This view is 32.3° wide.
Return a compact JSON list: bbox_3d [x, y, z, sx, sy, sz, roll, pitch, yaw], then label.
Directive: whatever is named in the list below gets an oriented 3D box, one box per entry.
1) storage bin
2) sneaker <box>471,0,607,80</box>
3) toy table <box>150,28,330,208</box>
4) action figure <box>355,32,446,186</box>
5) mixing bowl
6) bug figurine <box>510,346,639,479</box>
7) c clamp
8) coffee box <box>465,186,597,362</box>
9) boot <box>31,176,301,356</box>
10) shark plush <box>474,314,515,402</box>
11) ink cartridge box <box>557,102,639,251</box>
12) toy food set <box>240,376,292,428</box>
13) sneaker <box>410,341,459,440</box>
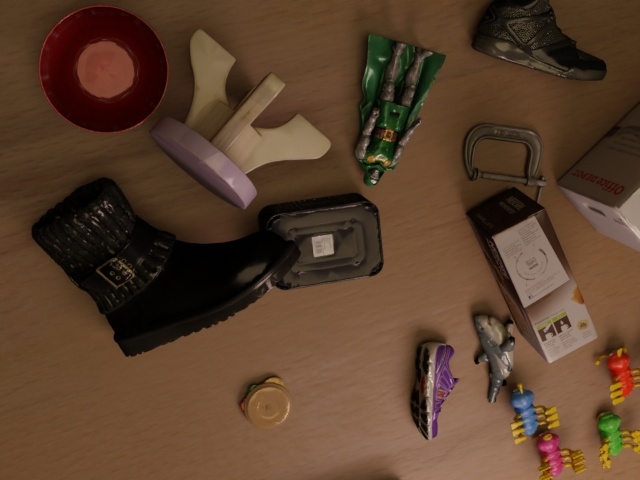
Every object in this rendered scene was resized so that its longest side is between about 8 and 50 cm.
[{"bbox_3d":[0.000,0.000,1.743,0.180,0.084,0.122,-9,104,-11],"label":"storage bin"},{"bbox_3d":[0.364,-0.330,1.749,0.227,0.087,0.130,16,105,-10],"label":"sneaker"},{"bbox_3d":[-0.129,-0.162,1.585,0.252,0.274,0.161,42,84,-21],"label":"toy table"},{"bbox_3d":[0.110,-0.195,1.740,0.137,0.063,0.232,12,103,-18],"label":"action figure"},{"bbox_3d":[-0.312,-0.248,1.606,0.181,0.098,0.181,-1,99,-8],"label":"mixing bowl"},{"bbox_3d":[0.447,0.307,1.918,0.279,0.072,0.216,-18,112,-13],"label":"bug figurine"},{"bbox_3d":[0.305,-0.121,1.817,0.161,0.022,0.137,12,100,-15],"label":"c clamp"},{"bbox_3d":[0.342,0.054,1.794,0.098,0.141,0.246,-28,111,-2],"label":"coffee box"},{"bbox_3d":[-0.231,0.007,1.626,0.348,0.131,0.260,-25,108,16],"label":"boot"},{"bbox_3d":[0.295,0.198,1.886,0.067,0.073,0.161,0,124,7],"label":"shark plush"},{"bbox_3d":[0.564,-0.135,1.766,0.307,0.223,0.129,-44,108,0],"label":"ink cartridge box"},{"bbox_3d":[-0.088,0.270,1.816,0.082,0.020,0.083,-24,107,-6],"label":"toy food set"},{"bbox_3d":[0.198,0.255,1.855,0.071,0.068,0.170,2,101,-19],"label":"sneaker"}]
